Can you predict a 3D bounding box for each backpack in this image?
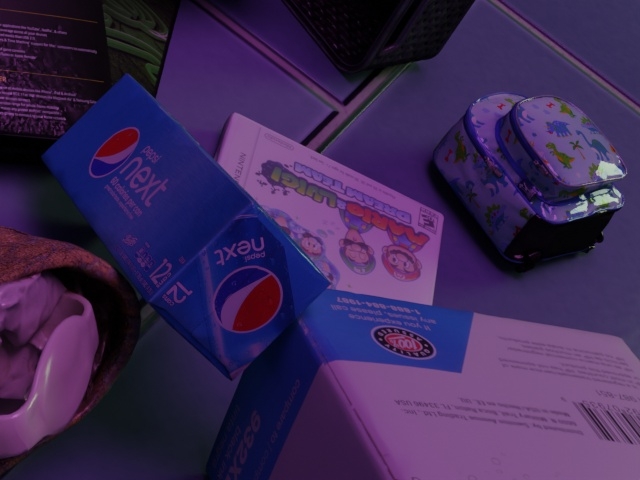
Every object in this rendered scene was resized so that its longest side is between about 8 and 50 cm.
[{"bbox_3d":[0.143,-0.051,1.197,0.105,0.084,0.114,-14,56,-46],"label":"backpack"}]

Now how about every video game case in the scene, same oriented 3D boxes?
[{"bbox_3d":[0.000,0.000,1.093,0.157,0.019,0.143,26,39,-12],"label":"video game case"}]

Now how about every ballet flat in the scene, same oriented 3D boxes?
[{"bbox_3d":[-0.190,0.092,0.768,0.123,0.123,0.348,39,36,5],"label":"ballet flat"}]

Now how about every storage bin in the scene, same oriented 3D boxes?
[{"bbox_3d":[0.026,-0.220,1.258,0.084,0.122,0.180,-15,59,-43],"label":"storage bin"}]

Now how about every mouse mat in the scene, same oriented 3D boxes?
[{"bbox_3d":[-0.172,-0.170,1.120,0.189,0.007,0.153,35,37,-23],"label":"mouse mat"}]

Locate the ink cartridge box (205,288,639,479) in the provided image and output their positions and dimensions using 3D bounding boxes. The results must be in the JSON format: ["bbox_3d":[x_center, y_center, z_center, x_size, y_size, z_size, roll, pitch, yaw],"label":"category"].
[{"bbox_3d":[0.103,0.167,0.842,0.223,0.129,0.307,11,27,-28],"label":"ink cartridge box"}]

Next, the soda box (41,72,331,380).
[{"bbox_3d":[-0.076,-0.013,0.925,0.067,0.071,0.210,46,-1,-32],"label":"soda box"}]

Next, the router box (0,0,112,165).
[{"bbox_3d":[-0.208,-0.114,1.006,0.179,0.046,0.133,4,70,-33],"label":"router box"}]
